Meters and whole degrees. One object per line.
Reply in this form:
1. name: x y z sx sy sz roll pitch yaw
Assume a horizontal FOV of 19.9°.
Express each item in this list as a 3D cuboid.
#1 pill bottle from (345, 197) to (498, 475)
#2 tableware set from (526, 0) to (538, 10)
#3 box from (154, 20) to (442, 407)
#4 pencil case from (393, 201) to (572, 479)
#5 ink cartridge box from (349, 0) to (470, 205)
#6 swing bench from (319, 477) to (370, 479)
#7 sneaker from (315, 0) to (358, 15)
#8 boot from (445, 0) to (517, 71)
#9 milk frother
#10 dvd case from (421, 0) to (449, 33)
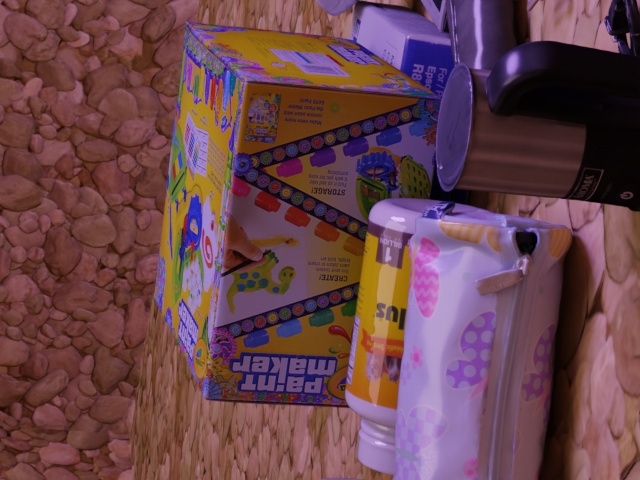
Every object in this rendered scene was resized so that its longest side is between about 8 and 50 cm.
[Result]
1. pill bottle: 0.084 0.079 1.478 0.117 0.117 0.215 -135 51 -75
2. tableware set: 0.190 -0.238 1.358 0.154 0.024 0.104 128 149 -72
3. box: -0.032 -0.030 1.643 0.290 0.177 0.279 -130 46 -68
4. pencil case: 0.117 0.112 1.321 0.124 0.113 0.273 8 92 59
5. ink cartridge box: 0.067 -0.048 1.753 0.330 0.071 0.324 -120 38 -73
6. swing bench: 0.052 0.364 1.411 0.255 0.165 0.253 -90 11 -51
7. sneaker: 0.069 -0.324 1.866 0.090 0.115 0.232 52 -139 -35
8. boot: 0.141 -0.166 1.468 0.190 0.076 0.209 125 155 -64
9. milk frother: 0.151 -0.102 1.191 0.143 0.134 0.129 -98 19 -50
10. dvd case: 0.128 -0.331 1.680 0.179 0.029 0.239 -108 27 -63
